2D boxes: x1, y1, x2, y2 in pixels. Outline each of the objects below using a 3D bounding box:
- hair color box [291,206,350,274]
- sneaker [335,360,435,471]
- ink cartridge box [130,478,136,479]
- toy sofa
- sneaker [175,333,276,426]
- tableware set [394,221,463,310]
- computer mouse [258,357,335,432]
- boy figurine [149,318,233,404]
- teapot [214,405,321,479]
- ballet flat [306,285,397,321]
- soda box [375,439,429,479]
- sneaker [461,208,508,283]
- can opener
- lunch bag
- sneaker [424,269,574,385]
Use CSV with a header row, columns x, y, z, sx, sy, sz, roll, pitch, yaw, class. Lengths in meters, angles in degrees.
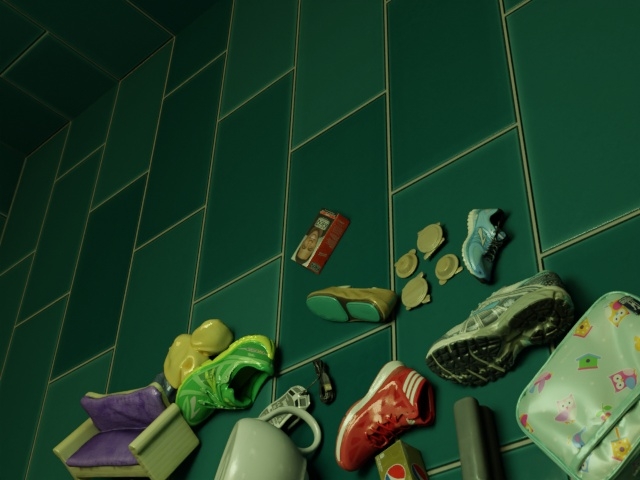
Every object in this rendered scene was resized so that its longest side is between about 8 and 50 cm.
x,y,z,sx,sy,sz,roll,pitch,yaw,class
0.000,0.000,2.052,0.072,0.043,0.141,24,83,54,hair color box
0.119,0.327,1.609,0.128,0.087,0.221,19,79,56,sneaker
-0.399,0.634,1.927,0.185,0.065,0.311,-65,16,-12,ink cartridge box
-0.466,0.453,2.078,0.362,0.177,0.150,-15,21,45,toy sofa
-0.215,0.324,1.989,0.295,0.109,0.123,-42,36,21,sneaker
0.206,0.051,1.786,0.141,0.020,0.168,-42,38,22,tableware set
-0.050,0.336,1.845,0.193,0.042,0.106,-41,42,11,computer mouse
-0.323,0.295,2.159,0.285,0.092,0.177,-50,35,8,boy figurine
-0.099,0.461,1.686,0.252,0.187,0.256,-111,40,-80,teapot
0.068,0.128,1.859,0.232,0.080,0.073,3,37,49,ballet flat
0.151,0.430,1.509,0.061,0.058,0.181,-41,38,20,soda box
0.308,0.003,1.665,0.073,0.063,0.162,-17,50,38,sneaker
0.238,0.389,1.424,0.095,0.076,0.283,-32,40,29,can opener
0.434,0.219,1.297,0.279,0.108,0.224,-52,35,6,lunch bag
0.305,0.148,1.541,0.283,0.110,0.122,-32,24,27,sneaker
